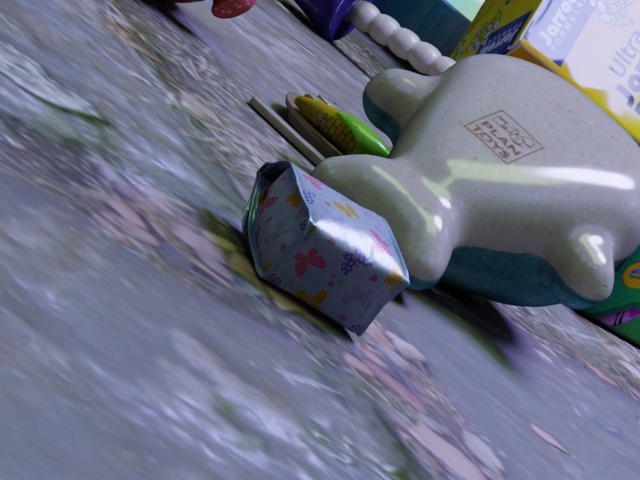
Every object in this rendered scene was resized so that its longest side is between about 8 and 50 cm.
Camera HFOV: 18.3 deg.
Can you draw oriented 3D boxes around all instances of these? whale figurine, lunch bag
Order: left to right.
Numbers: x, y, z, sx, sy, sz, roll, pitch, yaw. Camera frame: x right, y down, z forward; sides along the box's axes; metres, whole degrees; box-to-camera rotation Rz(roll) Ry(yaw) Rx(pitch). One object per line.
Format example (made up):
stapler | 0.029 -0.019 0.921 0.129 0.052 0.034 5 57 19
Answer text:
lunch bag | 0.000 0.000 1.021 0.071 0.053 0.083 31 24 -28
whale figurine | 0.095 -0.018 1.284 0.216 0.141 0.272 44 36 19

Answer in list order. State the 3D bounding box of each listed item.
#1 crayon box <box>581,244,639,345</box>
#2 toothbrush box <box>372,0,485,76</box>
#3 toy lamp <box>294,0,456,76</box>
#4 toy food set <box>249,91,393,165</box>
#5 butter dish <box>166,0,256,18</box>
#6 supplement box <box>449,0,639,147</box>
crayon box | 0.214 -0.024 1.734 0.165 0.081 0.278 28 16 -46
toothbrush box | 0.206 -0.263 2.262 0.295 0.126 0.216 39 53 4
toy lamp | 0.086 -0.187 1.918 0.274 0.080 0.080 36 9 19
toy food set | 0.032 -0.069 1.426 0.132 0.038 0.192 43 11 15
butter dish | -0.082 -0.217 1.442 0.118 0.159 0.160 66 16 9
supplement box | 0.328 -0.136 2.056 0.356 0.195 0.194 38 -26 -14
